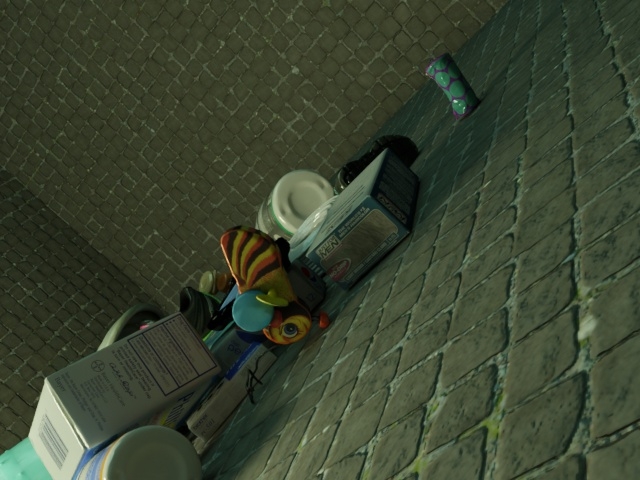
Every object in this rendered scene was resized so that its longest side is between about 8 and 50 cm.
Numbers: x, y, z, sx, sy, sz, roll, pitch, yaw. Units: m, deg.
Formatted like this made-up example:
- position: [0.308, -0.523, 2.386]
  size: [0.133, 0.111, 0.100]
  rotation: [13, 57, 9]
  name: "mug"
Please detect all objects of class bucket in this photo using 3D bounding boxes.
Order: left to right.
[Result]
- position: [-0.544, 0.518, 1.445]
  size: [0.183, 0.281, 0.281]
  rotation: [-40, 4, -24]
  name: "bucket"

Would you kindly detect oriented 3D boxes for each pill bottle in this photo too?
- position: [-0.307, 0.399, 1.125]
  size: [0.272, 0.152, 0.152]
  rotation: [-40, 10, 49]
  name: "pill bottle"
- position: [-0.087, -0.076, 2.193]
  size: [0.204, 0.204, 0.361]
  rotation: [-50, 4, -19]
  name: "pill bottle"

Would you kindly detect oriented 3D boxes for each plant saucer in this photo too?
- position: [-0.554, 0.374, 1.996]
  size: [0.400, 0.100, 0.401]
  rotation: [5, -90, -75]
  name: "plant saucer"

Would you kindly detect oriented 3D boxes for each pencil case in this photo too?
- position: [0.310, -0.365, 1.653]
  size: [0.070, 0.152, 0.064]
  rotation: [-35, 14, 14]
  name: "pencil case"

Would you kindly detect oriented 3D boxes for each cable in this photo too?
- position: [0.000, 0.000, 1.709]
  size: [0.257, 0.089, 0.257]
  rotation: [-50, 11, -14]
  name: "cable"

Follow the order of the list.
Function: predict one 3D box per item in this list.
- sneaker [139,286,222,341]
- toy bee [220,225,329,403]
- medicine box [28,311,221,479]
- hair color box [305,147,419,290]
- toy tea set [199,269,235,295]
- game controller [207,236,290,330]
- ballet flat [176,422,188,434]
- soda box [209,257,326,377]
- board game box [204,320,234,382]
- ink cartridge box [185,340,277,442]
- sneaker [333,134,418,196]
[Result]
- position: [-0.445, 0.322, 1.927]
  size: [0.185, 0.202, 0.483]
  rotation: [-38, 14, 49]
  name: "sneaker"
- position: [-0.072, 0.111, 1.230]
  size: [0.162, 0.298, 0.195]
  rotation: [-10, 31, -2]
  name: "toy bee"
- position: [-0.371, 0.307, 1.327]
  size: [0.289, 0.149, 0.263]
  rotation: [-25, -20, -40]
  name: "medicine box"
- position: [0.095, -0.054, 1.403]
  size: [0.174, 0.105, 0.347]
  rotation: [-45, 7, 23]
  name: "hair color box"
- position: [-0.273, 0.193, 2.263]
  size: [0.336, 0.124, 0.200]
  rotation: [-9, 70, 50]
  name: "toy tea set"
- position: [-0.156, 0.099, 1.473]
  size: [0.166, 0.067, 0.319]
  rotation: [-50, 5, -29]
  name: "game controller"
- position: [-0.500, 0.418, 1.658]
  size: [0.482, 0.164, 0.182]
  rotation: [-24, 63, 29]
  name: "ballet flat"
- position: [-0.116, 0.173, 1.477]
  size: [0.286, 0.091, 0.098]
  rotation: [-46, 8, 14]
  name: "soda box"
- position: [-0.195, 0.211, 1.796]
  size: [0.254, 0.079, 0.336]
  rotation: [-40, 10, 48]
  name: "board game box"
- position: [-0.175, 0.290, 1.367]
  size: [0.207, 0.046, 0.097]
  rotation: [-49, 8, -14]
  name: "ink cartridge box"
- position: [0.135, -0.186, 1.805]
  size: [0.267, 0.101, 0.106]
  rotation: [-30, -14, -24]
  name: "sneaker"
